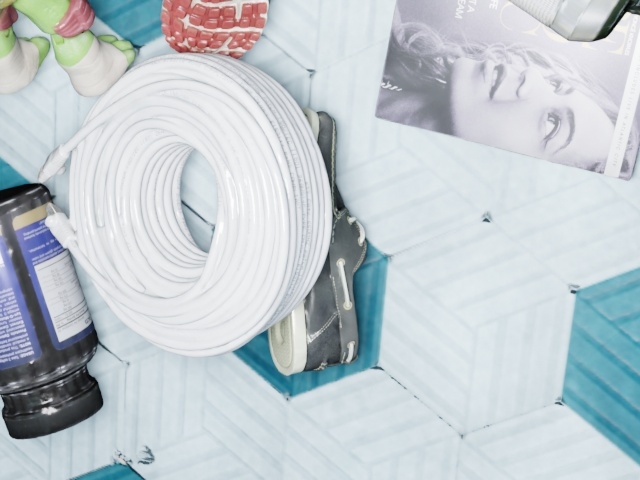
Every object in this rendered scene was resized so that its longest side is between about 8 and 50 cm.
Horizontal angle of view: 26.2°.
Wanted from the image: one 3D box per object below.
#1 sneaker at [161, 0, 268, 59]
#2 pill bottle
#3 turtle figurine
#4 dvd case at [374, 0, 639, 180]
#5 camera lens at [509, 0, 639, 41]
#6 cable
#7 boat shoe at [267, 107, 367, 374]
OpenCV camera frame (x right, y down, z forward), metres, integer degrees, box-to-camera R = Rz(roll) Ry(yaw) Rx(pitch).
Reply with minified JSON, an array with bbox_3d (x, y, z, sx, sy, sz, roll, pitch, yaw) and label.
[{"bbox_3d":[-0.071,-0.246,1.144,0.088,0.093,0.225,18,127,-8],"label":"sneaker"},{"bbox_3d":[-0.279,0.066,1.278,0.122,0.123,0.219,-12,102,21],"label":"pill bottle"},{"bbox_3d":[-0.258,-0.263,1.151,0.197,0.275,0.266,-23,140,-1],"label":"turtle figurine"},{"bbox_3d":[0.163,-0.153,1.120,0.221,0.018,0.165,15,110,14],"label":"dvd case"},{"bbox_3d":[0.152,-0.290,0.972,0.274,0.219,0.219,35,114,6],"label":"camera lens"},{"bbox_3d":[-0.107,-0.029,1.166,0.257,0.089,0.257,-44,70,33],"label":"cable"},{"bbox_3d":[0.000,0.000,1.202,0.079,0.084,0.233,-3,101,-20],"label":"boat shoe"}]
